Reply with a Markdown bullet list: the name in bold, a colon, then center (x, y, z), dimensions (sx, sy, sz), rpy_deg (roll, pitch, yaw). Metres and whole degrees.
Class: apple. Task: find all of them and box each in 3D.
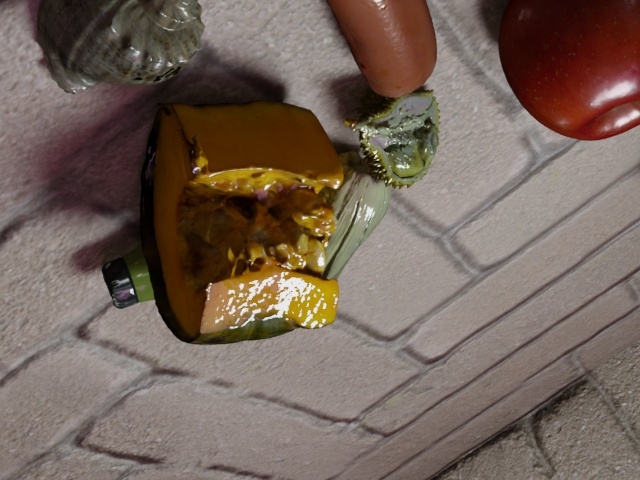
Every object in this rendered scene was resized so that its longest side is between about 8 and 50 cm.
- **apple**: center (0.377, -0.260, 1.252), dimensions (0.261, 0.216, 0.260), rpy_deg (-11, 160, -4)

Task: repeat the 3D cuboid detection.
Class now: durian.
- **durian**: center (0.090, -0.145, 1.300), dimensions (0.103, 0.146, 0.208), rpy_deg (2, -179, 37)

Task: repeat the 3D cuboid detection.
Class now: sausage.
- **sausage**: center (0.078, -0.271, 1.131), dimensions (0.114, 0.113, 0.259), rpy_deg (-32, 148, 4)

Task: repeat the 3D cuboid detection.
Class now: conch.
- **conch**: center (-0.220, -0.229, 0.987), dimensions (0.207, 0.130, 0.155), rpy_deg (-21, 120, 30)

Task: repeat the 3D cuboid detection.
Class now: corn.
- **corn**: center (0.004, 0.002, 1.427), dimensions (0.122, 0.123, 0.305), rpy_deg (-18, 148, -49)

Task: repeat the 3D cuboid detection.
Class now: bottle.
- **bottle**: center (-0.182, 0.024, 1.335), dimensions (0.260, 0.112, 0.112), rpy_deg (-21, 148, -14)

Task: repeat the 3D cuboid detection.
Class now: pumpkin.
- **pumpkin**: center (-0.103, -0.025, 1.171), dimensions (0.226, 0.256, 0.303), rpy_deg (0, 103, -25)
